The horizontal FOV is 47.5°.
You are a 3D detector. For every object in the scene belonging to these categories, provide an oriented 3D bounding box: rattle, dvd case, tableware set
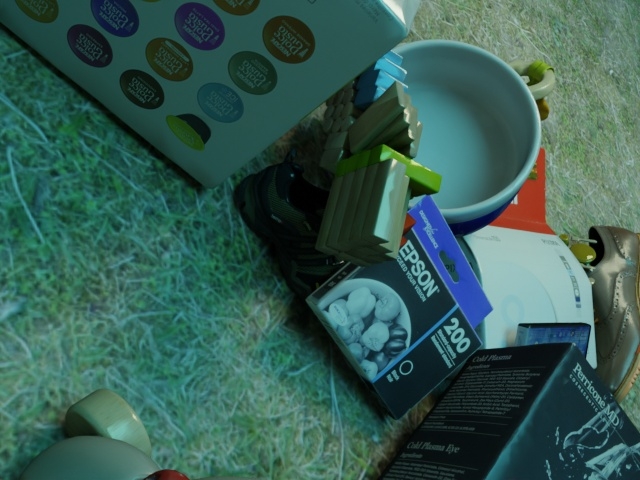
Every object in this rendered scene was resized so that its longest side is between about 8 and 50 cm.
[{"bbox_3d":[0.371,-0.260,1.422,0.130,0.143,0.200,29,54,16],"label":"rattle"},{"bbox_3d":[0.322,0.244,1.056,0.180,0.022,0.253,5,94,-43],"label":"dvd case"},{"bbox_3d":[0.443,0.046,1.318,0.024,0.104,0.154,87,20,-44],"label":"tableware set"}]

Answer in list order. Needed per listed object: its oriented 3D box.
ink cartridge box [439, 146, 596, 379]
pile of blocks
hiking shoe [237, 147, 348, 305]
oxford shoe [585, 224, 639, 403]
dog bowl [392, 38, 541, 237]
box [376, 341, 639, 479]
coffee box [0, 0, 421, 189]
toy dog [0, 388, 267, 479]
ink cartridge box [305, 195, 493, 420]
[{"bbox_3d":[0.308,0.016,1.129,0.308,0.091,0.385,5,82,-41],"label":"ink cartridge box"},{"bbox_3d":[0.080,-0.121,0.836,0.112,0.149,0.362,23,47,-29],"label":"pile of blocks"},{"bbox_3d":[0.000,0.000,0.882,0.227,0.114,0.086,50,46,-13],"label":"hiking shoe"},{"bbox_3d":[0.526,0.133,1.344,0.132,0.130,0.364,19,59,3],"label":"oxford shoe"},{"bbox_3d":[0.161,-0.138,1.006,0.265,0.104,0.265,-1,70,1],"label":"dog bowl"},{"bbox_3d":[0.251,0.350,0.850,0.343,0.179,0.312,51,59,-11],"label":"box"},{"bbox_3d":[-0.099,-0.330,0.789,0.337,0.334,0.338,40,46,-20],"label":"coffee box"},{"bbox_3d":[-0.131,0.231,0.536,0.220,0.333,0.161,-29,109,-23],"label":"toy dog"},{"bbox_3d":[0.115,0.083,0.900,0.208,0.045,0.206,-41,116,-14],"label":"ink cartridge box"}]
